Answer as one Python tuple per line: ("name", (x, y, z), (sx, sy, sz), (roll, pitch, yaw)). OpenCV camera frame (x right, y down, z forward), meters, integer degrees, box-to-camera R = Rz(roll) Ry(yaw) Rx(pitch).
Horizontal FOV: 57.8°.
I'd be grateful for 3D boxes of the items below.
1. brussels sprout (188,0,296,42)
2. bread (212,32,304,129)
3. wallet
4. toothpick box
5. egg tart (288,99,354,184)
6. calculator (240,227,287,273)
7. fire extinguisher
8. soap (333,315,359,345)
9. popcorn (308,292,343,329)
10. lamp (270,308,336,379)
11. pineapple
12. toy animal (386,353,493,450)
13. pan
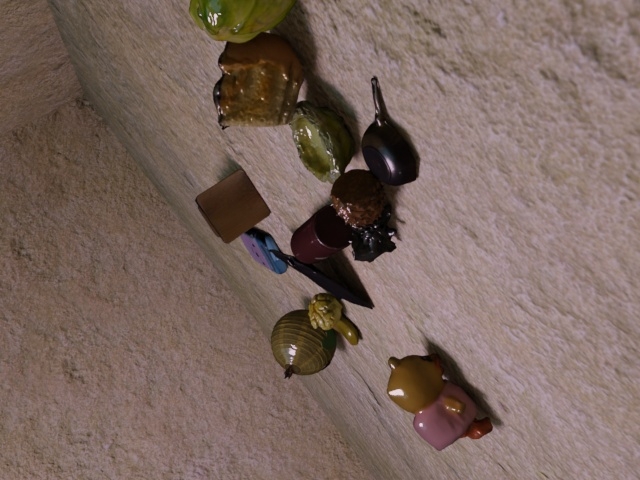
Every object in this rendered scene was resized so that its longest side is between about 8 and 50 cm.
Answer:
("brussels sprout", (-0.122, -0.429, 0.952), (0.161, 0.223, 0.223), (36, 162, -4))
("bread", (-0.099, -0.308, 1.130), (0.133, 0.251, 0.174), (17, 116, 12))
("wallet", (-0.005, 0.113, 1.738), (0.247, 0.041, 0.323), (38, 169, -27))
("toothpick box", (-0.325, -0.108, 2.037), (0.187, 0.190, 0.308), (55, 165, -8))
("egg tart", (0.003, -0.213, 1.212), (0.197, 0.078, 0.197), (48, 159, 26))
("calculator", (-0.218, 0.037, 2.215), (0.293, 0.051, 0.173), (22, 142, 58))
("fire extinguisher", (0.000, 0.000, 1.537), (0.135, 0.114, 0.337), (29, 164, -10))
("soap", (0.080, 0.293, 1.942), (0.140, 0.045, 0.089), (38, 159, 38))
("popcorn", (0.016, 0.231, 1.890), (0.106, 0.116, 0.121), (12, -145, -52))
("lamp", (-0.069, 0.387, 2.105), (0.250, 0.284, 0.250), (13, 135, 14))
("pineapple", (0.095, -0.044, 1.211), (0.119, 0.111, 0.237), (-2, 145, 22))
("toy animal", (0.275, 0.395, 1.456), (0.281, 0.169, 0.195), (52, 158, 5))
("pan", (0.101, -0.185, 1.065), (0.202, 0.048, 0.128), (59, 162, -13))
